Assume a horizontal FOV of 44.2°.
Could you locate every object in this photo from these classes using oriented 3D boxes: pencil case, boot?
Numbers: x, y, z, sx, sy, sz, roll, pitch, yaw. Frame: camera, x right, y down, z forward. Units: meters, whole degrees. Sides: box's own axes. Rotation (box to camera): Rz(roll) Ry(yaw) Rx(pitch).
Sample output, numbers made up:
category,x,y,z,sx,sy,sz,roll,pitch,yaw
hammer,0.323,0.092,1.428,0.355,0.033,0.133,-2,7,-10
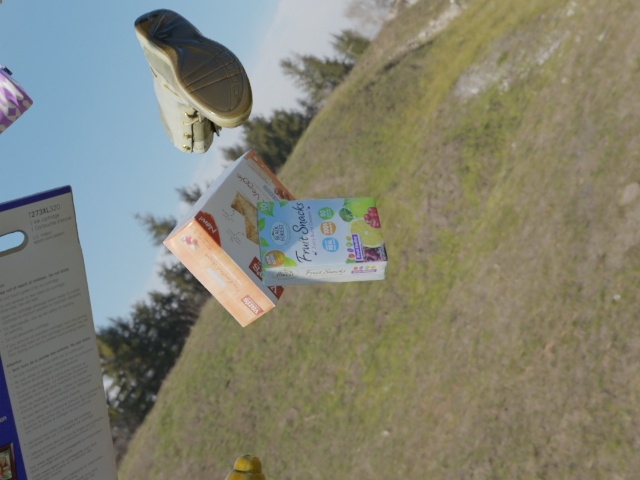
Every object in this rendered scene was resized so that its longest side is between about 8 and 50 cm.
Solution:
category,x,y,z,sx,sy,sz,roll,pitch,yaw
pencil case,-0.528,-0.176,1.176,0.206,0.086,0.088,-48,-34,-10
boot,-0.147,-0.165,0.964,0.077,0.213,0.165,-31,-33,-22

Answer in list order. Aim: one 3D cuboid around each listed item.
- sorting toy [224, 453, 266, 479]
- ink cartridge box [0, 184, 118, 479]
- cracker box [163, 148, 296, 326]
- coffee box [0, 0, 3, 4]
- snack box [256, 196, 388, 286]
category,x,y,z,sx,sy,sz,roll,pitch,yaw
sorting toy,0.047,0.282,0.749,0.127,0.365,0.126,115,162,-78
ink cartridge box,-0.288,0.142,0.718,0.175,0.069,0.371,-23,-59,-44
cracker box,-0.101,-0.011,1.089,0.067,0.156,0.232,-34,16,29
coffee box,-0.531,-0.329,0.727,0.338,0.334,0.337,-54,10,-29
snack box,0.000,0.000,0.904,0.037,0.141,0.100,96,169,-50
